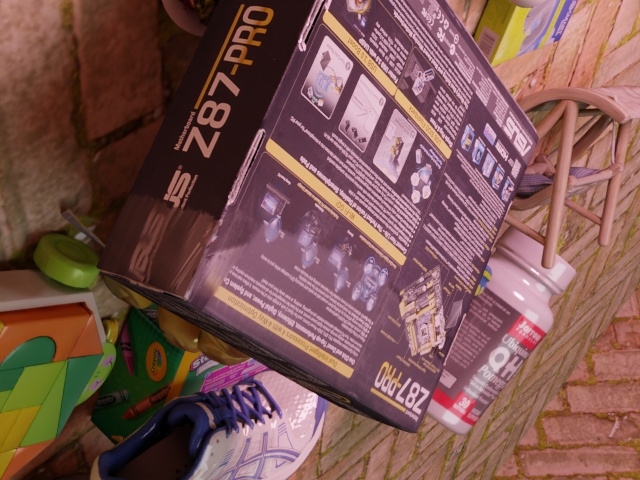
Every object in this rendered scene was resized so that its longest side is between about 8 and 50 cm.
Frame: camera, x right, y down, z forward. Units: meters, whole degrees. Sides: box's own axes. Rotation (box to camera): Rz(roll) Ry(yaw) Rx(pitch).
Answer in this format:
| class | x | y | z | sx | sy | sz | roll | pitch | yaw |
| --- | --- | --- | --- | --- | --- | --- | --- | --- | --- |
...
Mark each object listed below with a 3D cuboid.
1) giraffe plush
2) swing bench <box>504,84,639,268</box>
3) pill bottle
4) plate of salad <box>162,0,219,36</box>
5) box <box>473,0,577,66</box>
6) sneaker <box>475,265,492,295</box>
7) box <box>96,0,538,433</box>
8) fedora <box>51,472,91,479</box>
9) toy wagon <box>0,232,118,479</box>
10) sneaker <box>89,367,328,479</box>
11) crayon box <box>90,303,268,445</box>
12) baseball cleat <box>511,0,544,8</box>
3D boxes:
| class | x | y | z | sx | sy | sz | roll | pitch | yaw |
| --- | --- | --- | --- | --- | --- | --- | --- | --- | --- |
| giraffe plush | -0.098 | -0.015 | 0.996 | 0.170 | 0.181 | 0.210 | -53 | 124 | -22 |
| swing bench | 0.368 | -0.120 | 1.645 | 0.253 | 0.165 | 0.255 | -11 | 130 | -55 |
| pill bottle | 0.257 | 0.136 | 1.793 | 0.318 | 0.176 | 0.176 | -52 | 157 | 3 |
| plate of salad | -0.042 | -0.239 | 0.863 | 0.200 | 0.048 | 0.200 | -41 | 155 | -23 |
| box | 0.257 | -0.279 | 1.353 | 0.178 | 0.042 | 0.109 | -27 | 147 | -42 |
| sneaker | 0.178 | 0.028 | 1.628 | 0.188 | 0.078 | 0.067 | 31 | 86 | -51 |
| box | 0.030 | -0.042 | 0.915 | 0.395 | 0.097 | 0.318 | 38 | 70 | -55 |
| fedora | -0.258 | 0.341 | 1.229 | 0.275 | 0.124 | 0.244 | 2 | 122 | -52 |
| toy wagon | -0.274 | 0.118 | 0.945 | 0.267 | 0.068 | 0.344 | -58 | 155 | 17 |
| sneaker | -0.099 | 0.198 | 1.119 | 0.296 | 0.112 | 0.131 | -33 | 151 | -32 |
| crayon box | -0.104 | 0.117 | 1.233 | 0.278 | 0.081 | 0.165 | -19 | 141 | -50 |
| baseball cleat | 0.262 | -0.351 | 1.221 | 0.206 | 0.072 | 0.109 | -58 | 139 | -15 |
